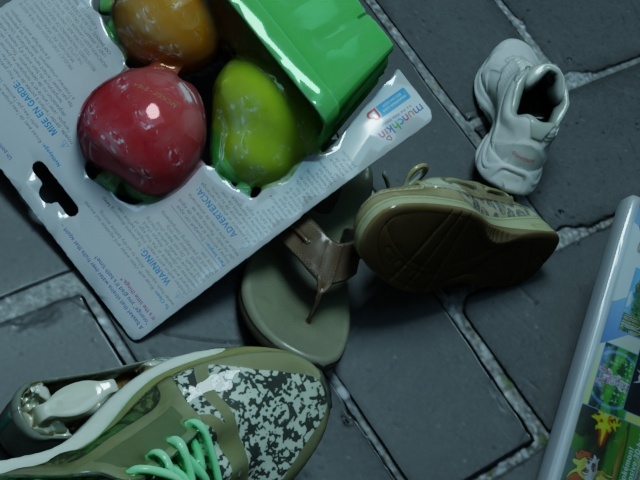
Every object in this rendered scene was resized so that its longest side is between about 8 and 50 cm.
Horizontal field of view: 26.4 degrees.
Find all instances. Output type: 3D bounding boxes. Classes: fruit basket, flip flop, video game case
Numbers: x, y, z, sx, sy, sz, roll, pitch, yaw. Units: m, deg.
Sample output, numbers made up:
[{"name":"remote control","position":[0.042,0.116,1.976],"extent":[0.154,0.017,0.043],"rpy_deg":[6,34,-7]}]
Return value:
[{"name":"fruit basket","position":[-0.127,-0.136,1.266],"extent":[0.353,0.165,0.327],"rpy_deg":[-39,84,-6]},{"name":"flip flop","position":[0.000,0.000,1.291],"extent":[0.112,0.080,0.277],"rpy_deg":[24,51,-9]},{"name":"video game case","position":[0.380,0.160,1.318],"extent":[0.299,0.036,0.329],"rpy_deg":[23,73,-9]}]

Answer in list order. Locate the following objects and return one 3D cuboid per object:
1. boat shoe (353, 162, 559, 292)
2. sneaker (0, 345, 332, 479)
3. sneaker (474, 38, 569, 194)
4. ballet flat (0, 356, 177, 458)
[{"name":"boat shoe","position":[0.120,-0.013,1.322],"extent":[0.285,0.104,0.089],"rpy_deg":[11,36,-50]},{"name":"sneaker","position":[-0.135,0.200,1.002],"extent":[0.410,0.182,0.158],"rpy_deg":[-25,102,-31]},{"name":"sneaker","position":[0.228,-0.156,1.473],"extent":[0.090,0.115,0.232],"rpy_deg":[19,42,-14]},{"name":"ballet flat","position":[-0.160,0.133,1.133],"extent":[0.213,0.068,0.072],"rpy_deg":[-11,62,-31]}]
